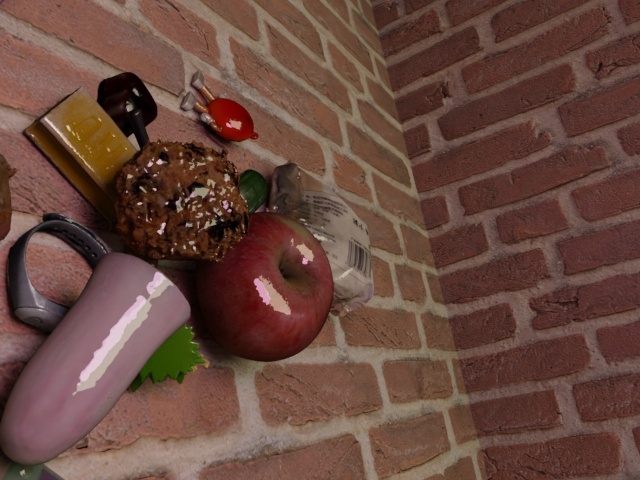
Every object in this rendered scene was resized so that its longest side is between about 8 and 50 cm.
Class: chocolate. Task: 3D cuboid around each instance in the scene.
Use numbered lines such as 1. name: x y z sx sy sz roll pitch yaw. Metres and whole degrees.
1. chocolate: -0.400 -0.282 1.191 0.125 0.080 0.148 35 42 -48

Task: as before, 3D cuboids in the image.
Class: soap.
1. soap: -0.427 -0.160 1.069 0.232 0.073 0.140 55 35 -28

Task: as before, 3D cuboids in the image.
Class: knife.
1. knife: -0.352 -0.177 1.197 0.060 0.028 0.230 -48 139 -41

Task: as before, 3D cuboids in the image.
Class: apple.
1. apple: -0.134 0.105 1.241 0.345 0.269 0.344 26 49 -33

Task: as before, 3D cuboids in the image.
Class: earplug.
1. earplug: -0.342 0.180 0.816 0.172 0.172 0.301 55 45 -28

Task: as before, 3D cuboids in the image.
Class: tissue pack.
1. tissue pack: 0.000 0.000 1.613 0.376 0.195 0.389 37 41 -36

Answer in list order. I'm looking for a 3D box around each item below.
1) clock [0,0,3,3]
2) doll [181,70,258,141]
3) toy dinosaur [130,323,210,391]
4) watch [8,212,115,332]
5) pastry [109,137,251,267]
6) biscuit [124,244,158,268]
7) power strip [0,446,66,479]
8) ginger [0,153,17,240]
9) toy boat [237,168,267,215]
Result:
1. clock: -0.559 -0.473 0.994 0.050 0.110 0.152 46 37 -33
2. doll: -0.259 -0.338 1.486 0.217 0.085 0.183 32 41 -25
3. toy dinosaur: -0.310 0.183 1.046 0.177 0.152 0.194 -148 -142 -70
4. watch: -0.419 0.064 0.947 0.206 0.068 0.192 36 43 -44
5. pastry: -0.265 -0.064 1.059 0.275 0.193 0.274 14 57 -22
6. biscuit: -0.359 0.011 1.140 0.083 0.018 0.081 43 39 -41
7. power strip: -0.438 0.304 0.775 0.215 0.061 0.145 56 24 -27
8. ginger: -0.511 -0.010 0.823 0.122 0.084 0.289 111 -21 -63
9. toy boat: -0.192 -0.131 1.502 0.104 0.052 0.210 59 28 -16
